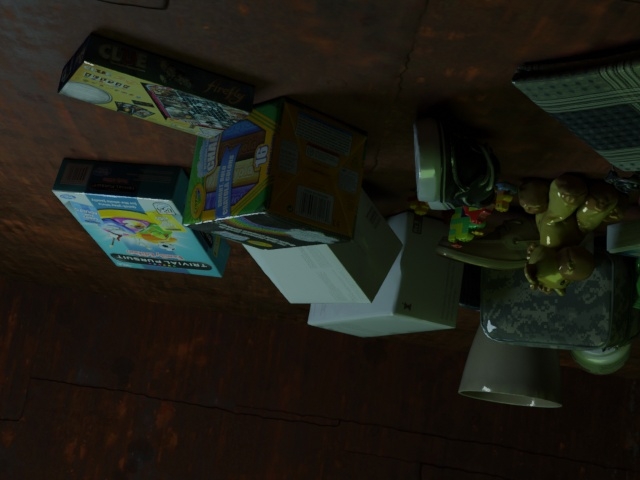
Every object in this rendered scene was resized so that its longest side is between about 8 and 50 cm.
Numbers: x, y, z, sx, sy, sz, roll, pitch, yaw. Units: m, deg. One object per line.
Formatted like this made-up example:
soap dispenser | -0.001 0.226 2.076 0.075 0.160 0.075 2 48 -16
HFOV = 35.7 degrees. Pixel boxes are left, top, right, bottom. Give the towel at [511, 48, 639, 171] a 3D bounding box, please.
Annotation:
towel | 0.444 -0.165 1.204 0.324 0.056 0.312 -1 161 44

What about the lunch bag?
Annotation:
lunch bag | 0.510 0.112 2.019 0.305 0.212 0.256 0 180 37

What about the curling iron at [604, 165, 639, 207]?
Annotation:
curling iron | 0.507 -0.073 1.575 0.068 0.035 0.274 26 -179 28

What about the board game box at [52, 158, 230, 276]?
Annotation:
board game box | -0.355 -0.040 2.034 0.254 0.079 0.336 5 154 16

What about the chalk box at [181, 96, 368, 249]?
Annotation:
chalk box | -0.092 -0.092 1.571 0.180 0.179 0.289 18 165 -38

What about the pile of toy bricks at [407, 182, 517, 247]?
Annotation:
pile of toy bricks | 0.247 -0.040 1.721 0.118 0.105 0.212 18 165 -33

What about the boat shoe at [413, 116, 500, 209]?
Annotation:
boat shoe | 0.206 -0.112 1.470 0.119 0.121 0.335 -2 176 13

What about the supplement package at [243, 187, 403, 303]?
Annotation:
supplement package | 0.000 0.000 1.819 0.203 0.149 0.194 -3 134 43

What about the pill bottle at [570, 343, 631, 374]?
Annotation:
pill bottle | 0.707 0.244 2.522 0.160 0.160 0.283 5 166 18

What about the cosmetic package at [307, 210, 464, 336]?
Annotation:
cosmetic package | 0.133 0.081 2.092 0.156 0.217 0.385 16 168 -25

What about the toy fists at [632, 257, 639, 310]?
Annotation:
toy fists | 0.698 0.088 1.907 0.279 0.142 0.096 18 178 -35

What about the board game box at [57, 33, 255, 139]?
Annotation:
board game box | -0.237 -0.215 1.429 0.243 0.042 0.165 15 166 -25

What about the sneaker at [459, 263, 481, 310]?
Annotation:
sneaker | 0.366 0.123 2.337 0.319 0.112 0.131 16 162 -25

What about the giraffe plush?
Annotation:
giraffe plush | 0.397 0.001 1.650 0.182 0.170 0.210 13 167 -19

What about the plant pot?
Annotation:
plant pot | 0.490 0.265 2.502 0.257 0.273 0.256 8 166 2

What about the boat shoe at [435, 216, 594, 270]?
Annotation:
boat shoe | 0.357 0.004 1.821 0.303 0.098 0.109 4 -177 -10

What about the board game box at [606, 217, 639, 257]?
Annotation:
board game box | 0.668 0.003 1.684 0.305 0.053 0.193 8 168 -24
